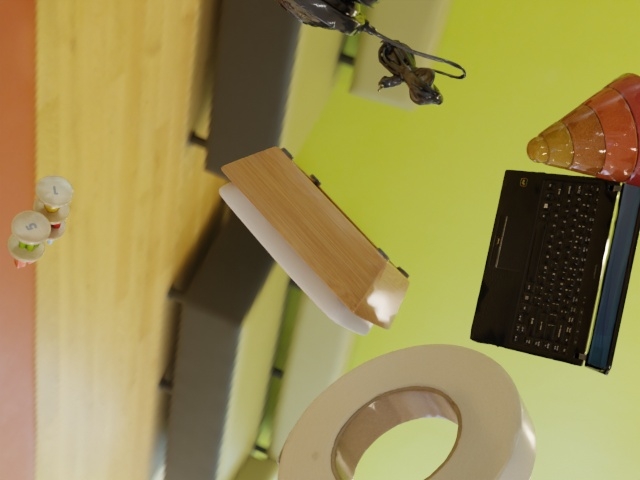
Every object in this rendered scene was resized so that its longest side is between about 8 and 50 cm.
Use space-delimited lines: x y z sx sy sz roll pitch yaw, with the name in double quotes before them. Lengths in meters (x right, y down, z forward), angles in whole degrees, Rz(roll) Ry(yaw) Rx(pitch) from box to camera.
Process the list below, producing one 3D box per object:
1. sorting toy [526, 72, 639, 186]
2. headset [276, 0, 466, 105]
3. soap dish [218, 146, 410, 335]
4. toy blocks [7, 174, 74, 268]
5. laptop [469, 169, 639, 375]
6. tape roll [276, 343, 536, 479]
"sorting toy" 0.300 0.009 0.932 0.127 0.126 0.366 103 -26 -66
"headset" 0.049 -0.298 0.939 0.394 0.243 0.185 63 1 -39
"soap dish" 0.000 0.000 1.413 0.118 0.291 0.229 -44 160 4
"toy blocks" -0.408 -0.010 1.385 0.148 0.054 0.123 -55 -170 55
"laptop" 0.275 0.024 1.136 0.136 0.264 0.234 16 86 -46
"tape roll" 0.120 0.313 1.409 0.072 0.392 0.392 59 43 -30
